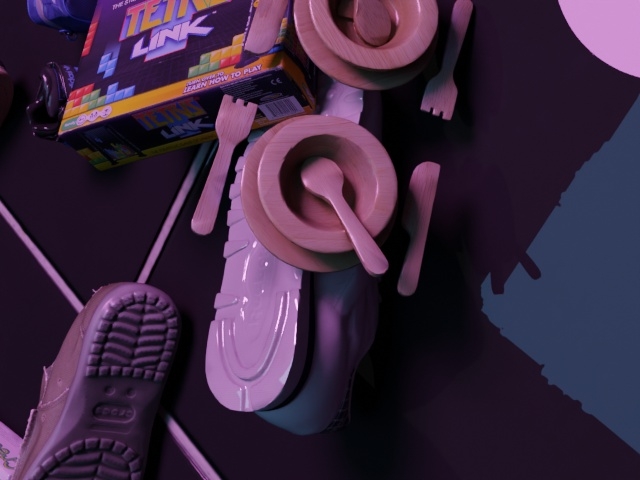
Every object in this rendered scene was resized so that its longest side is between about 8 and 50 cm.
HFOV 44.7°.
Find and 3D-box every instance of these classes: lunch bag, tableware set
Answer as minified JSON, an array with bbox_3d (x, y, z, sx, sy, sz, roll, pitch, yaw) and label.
[{"bbox_3d":[-0.209,-0.221,0.666,0.065,0.067,0.099,8,94,38],"label":"lunch bag"},{"bbox_3d":[0.016,-0.079,0.419,0.039,0.128,0.194,138,147,-73],"label":"tableware set"}]

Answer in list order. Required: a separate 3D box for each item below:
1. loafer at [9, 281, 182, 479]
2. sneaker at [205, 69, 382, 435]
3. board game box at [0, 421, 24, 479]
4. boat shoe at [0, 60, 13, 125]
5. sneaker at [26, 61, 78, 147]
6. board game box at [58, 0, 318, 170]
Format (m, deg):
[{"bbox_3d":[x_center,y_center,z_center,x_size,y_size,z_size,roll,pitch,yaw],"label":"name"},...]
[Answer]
[{"bbox_3d":[-0.183,0.144,0.625,0.251,0.094,0.087,-65,30,5],"label":"loafer"},{"bbox_3d":[0.000,0.000,0.486,0.090,0.094,0.235,-2,67,42],"label":"sneaker"},{"bbox_3d":[-0.387,0.254,0.788,0.305,0.053,0.193,19,99,37],"label":"board game box"},{"bbox_3d":[-0.414,-0.122,0.802,0.285,0.102,0.092,-32,73,39],"label":"boat shoe"},{"bbox_3d":[-0.174,-0.123,0.622,0.152,0.084,0.058,-30,70,33],"label":"sneaker"},{"bbox_3d":[-0.082,-0.132,0.521,0.170,0.048,0.141,-12,57,24],"label":"board game box"}]
